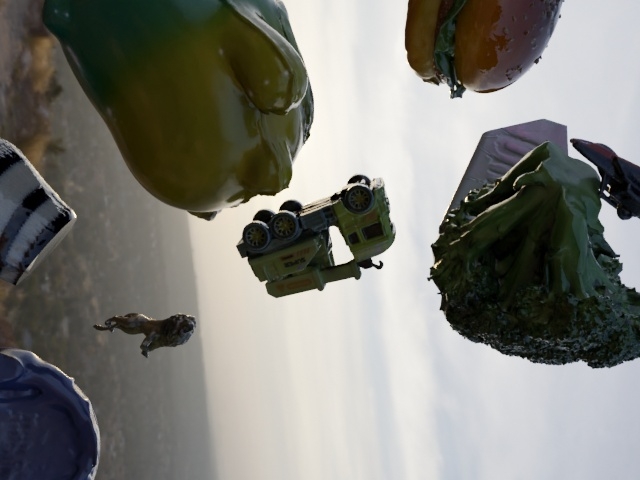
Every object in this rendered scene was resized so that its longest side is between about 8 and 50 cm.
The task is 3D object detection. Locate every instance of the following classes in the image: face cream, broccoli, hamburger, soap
[{"bbox_3d":[-0.409,0.270,0.902,0.225,0.248,0.249,134,-50,-68],"label":"face cream"},{"bbox_3d":[0.260,0.021,0.838,0.245,0.265,0.295,103,-28,-44],"label":"broccoli"},{"bbox_3d":[0.226,-0.301,0.941,0.246,0.169,0.246,-47,148,-43],"label":"hamburger"},{"bbox_3d":[0.415,-0.108,1.556,0.347,0.208,0.115,-62,164,-19],"label":"soap"}]

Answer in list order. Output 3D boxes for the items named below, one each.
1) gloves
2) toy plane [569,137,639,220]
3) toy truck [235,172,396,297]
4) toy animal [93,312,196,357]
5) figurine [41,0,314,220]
[{"bbox_3d":[-0.356,-0.055,0.690,0.140,0.218,0.131,-57,-168,-30],"label":"gloves"},{"bbox_3d":[0.339,-0.062,0.779,0.130,0.189,0.061,-6,-111,64],"label":"toy plane"},{"bbox_3d":[0.000,0.000,0.756,0.077,0.168,0.100,-77,147,-74],"label":"toy truck"},{"bbox_3d":[-0.327,0.173,1.306,0.069,0.219,0.086,71,28,-52],"label":"toy animal"},{"bbox_3d":[-0.142,-0.186,0.707,0.323,0.231,0.340,-19,-85,54],"label":"figurine"}]
